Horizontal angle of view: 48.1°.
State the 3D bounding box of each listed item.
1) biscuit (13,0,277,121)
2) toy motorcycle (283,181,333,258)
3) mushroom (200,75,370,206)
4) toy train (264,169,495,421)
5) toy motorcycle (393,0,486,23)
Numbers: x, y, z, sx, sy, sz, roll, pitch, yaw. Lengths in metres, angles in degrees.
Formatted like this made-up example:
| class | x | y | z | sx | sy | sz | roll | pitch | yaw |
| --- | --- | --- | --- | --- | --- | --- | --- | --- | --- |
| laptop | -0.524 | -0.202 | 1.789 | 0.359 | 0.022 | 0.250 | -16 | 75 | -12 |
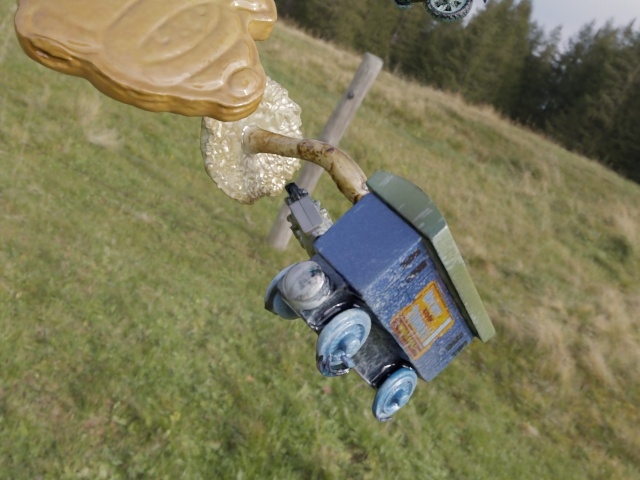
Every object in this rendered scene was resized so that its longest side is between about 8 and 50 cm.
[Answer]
| class | x | y | z | sx | sy | sz | roll | pitch | yaw |
| --- | --- | --- | --- | --- | --- | --- | --- | --- | --- |
| biscuit | -0.214 | -0.305 | 0.953 | 0.351 | 0.057 | 0.312 | 28 | 57 | -3 |
| toy motorcycle | 0.000 | 0.000 | 1.250 | 0.225 | 0.073 | 0.152 | 60 | -1 | 47 |
| mushroom | -0.050 | -0.181 | 1.275 | 0.302 | 0.232 | 0.208 | -2 | 26 | 13 |
| toy train | 0.073 | 0.074 | 0.809 | 0.131 | 0.202 | 0.299 | 43 | -6 | 37 |
| toy motorcycle | 0.189 | -0.536 | 1.363 | 0.315 | 0.169 | 0.113 | 41 | -8 | 15 |
